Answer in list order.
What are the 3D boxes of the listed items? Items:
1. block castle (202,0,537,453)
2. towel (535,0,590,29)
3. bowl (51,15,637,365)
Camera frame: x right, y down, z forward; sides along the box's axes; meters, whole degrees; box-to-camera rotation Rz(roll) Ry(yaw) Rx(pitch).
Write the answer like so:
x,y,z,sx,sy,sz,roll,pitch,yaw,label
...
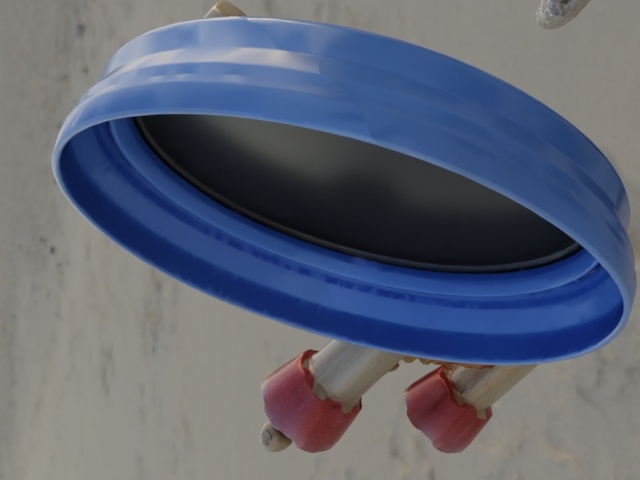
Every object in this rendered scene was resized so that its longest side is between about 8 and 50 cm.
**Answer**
x,y,z,sx,sy,sz,roll,pitch,yaw,label
0.000,0.000,1.254,0.213,0.303,0.453,-46,56,25,block castle
0.332,-0.347,1.338,0.282,0.049,0.187,-51,-1,9,towel
0.019,-0.021,0.838,0.391,0.391,0.077,132,156,-68,bowl
